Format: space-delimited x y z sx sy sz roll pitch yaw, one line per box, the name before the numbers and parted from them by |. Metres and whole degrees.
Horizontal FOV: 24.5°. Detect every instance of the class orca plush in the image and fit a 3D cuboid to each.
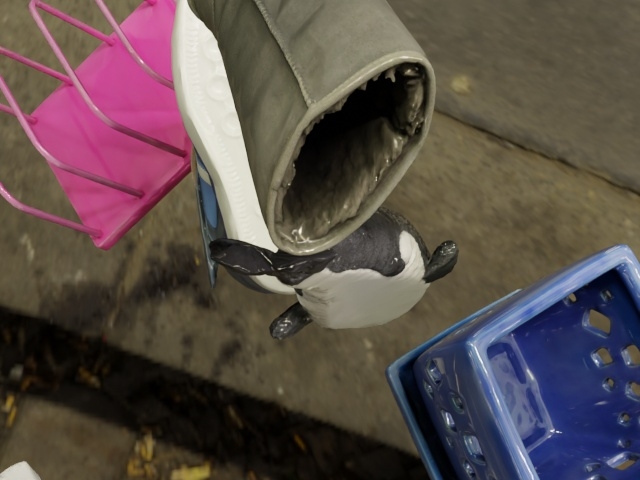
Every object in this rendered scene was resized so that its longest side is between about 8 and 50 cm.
orca plush | 0.000 0.000 1.082 0.151 0.287 0.102 -31 74 26

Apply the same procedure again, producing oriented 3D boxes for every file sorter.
file sorter | -0.225 -0.173 1.567 0.290 0.182 0.202 -42 62 15

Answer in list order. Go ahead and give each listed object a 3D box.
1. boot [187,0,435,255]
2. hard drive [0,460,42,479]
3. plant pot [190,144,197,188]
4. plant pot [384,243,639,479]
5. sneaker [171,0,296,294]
boot | 0.003 -0.122 0.641 0.076 0.208 0.190 14 117 -18
hard drive | -0.260 0.316 1.116 0.210 0.318 0.040 -38 122 -8
plant pot | -0.034 -0.082 1.549 0.167 0.165 0.167 0 91 12
plant pot | 0.217 0.166 1.485 0.236 0.212 0.236 -27 93 -30
sneaker | -0.074 -0.109 1.367 0.130 0.236 0.323 -14 98 -11
